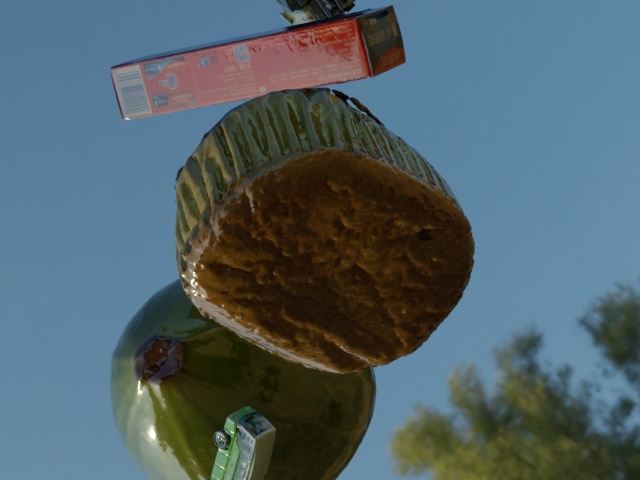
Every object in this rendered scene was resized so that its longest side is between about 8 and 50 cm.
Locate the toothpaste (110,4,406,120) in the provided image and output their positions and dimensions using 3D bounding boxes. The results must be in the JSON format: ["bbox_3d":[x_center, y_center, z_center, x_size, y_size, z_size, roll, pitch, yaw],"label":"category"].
[{"bbox_3d":[-0.070,-0.182,1.496,0.076,0.320,0.066,-31,-69,-54],"label":"toothpaste"}]

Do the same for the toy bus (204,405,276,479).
[{"bbox_3d":[-0.058,0.161,1.026,0.031,0.037,0.083,-20,-48,-52],"label":"toy bus"}]

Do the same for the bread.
[{"bbox_3d":[0.000,0.000,1.252,0.253,0.142,0.227,37,-72,-29],"label":"bread"}]

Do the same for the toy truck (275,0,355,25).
[{"bbox_3d":[-0.015,-0.282,1.591,0.088,0.074,0.202,-46,-12,3],"label":"toy truck"}]

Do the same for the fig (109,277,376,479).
[{"bbox_3d":[-0.101,0.163,1.615,0.316,0.316,0.316,-30,-43,-33],"label":"fig"}]
